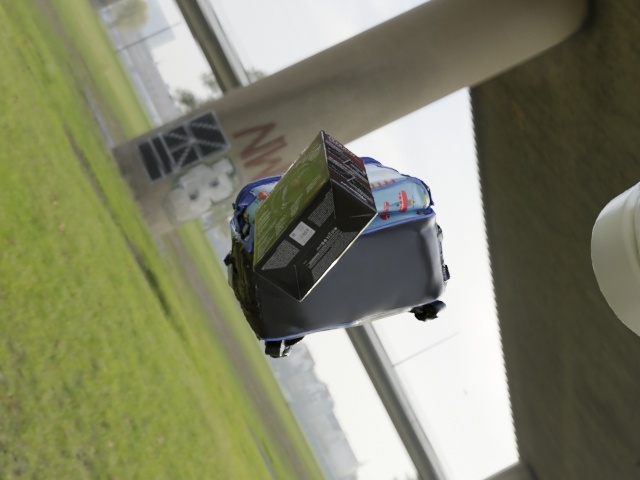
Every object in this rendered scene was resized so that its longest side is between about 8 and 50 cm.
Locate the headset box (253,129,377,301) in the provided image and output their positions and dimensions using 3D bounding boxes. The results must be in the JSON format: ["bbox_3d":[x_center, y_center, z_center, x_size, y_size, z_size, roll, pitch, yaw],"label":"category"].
[{"bbox_3d":[-0.005,-0.016,0.481,0.032,0.062,0.083,36,17,-16],"label":"headset box"}]

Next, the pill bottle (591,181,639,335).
[{"bbox_3d":[0.248,-0.022,0.462,0.131,0.131,0.229,63,-30,9],"label":"pill bottle"}]

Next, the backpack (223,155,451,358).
[{"bbox_3d":[0.000,0.000,0.720,0.173,0.158,0.116,-137,-144,-68],"label":"backpack"}]
